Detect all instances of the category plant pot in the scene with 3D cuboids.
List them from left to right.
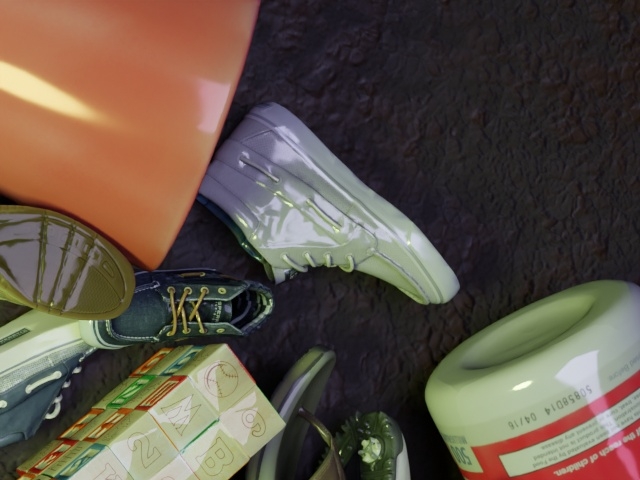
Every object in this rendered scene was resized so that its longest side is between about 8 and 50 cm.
[{"bbox_3d":[-0.205,-0.139,1.272,0.243,0.275,0.275,20,77,-12],"label":"plant pot"}]

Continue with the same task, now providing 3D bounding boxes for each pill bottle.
[{"bbox_3d":[0.283,0.260,1.455,0.229,0.229,0.407,-31,97,-24],"label":"pill bottle"}]

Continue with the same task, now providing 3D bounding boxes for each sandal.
[{"bbox_3d":[-0.020,0.241,1.374,0.086,0.120,0.302,10,88,12],"label":"sandal"}]

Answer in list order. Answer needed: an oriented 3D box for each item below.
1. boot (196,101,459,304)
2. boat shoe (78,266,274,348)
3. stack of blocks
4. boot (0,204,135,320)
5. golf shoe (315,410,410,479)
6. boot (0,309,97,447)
[{"bbox_3d":[0.000,0.000,1.440,0.258,0.095,0.123,42,75,-6],"label":"boot"},{"bbox_3d":[-0.119,0.056,1.329,0.183,0.083,0.065,-14,109,-55],"label":"boat shoe"},{"bbox_3d":[-0.189,0.210,1.278,0.297,0.171,0.087,-40,101,-22],"label":"stack of blocks"},{"bbox_3d":[-0.263,0.013,1.266,0.213,0.165,0.077,17,80,-15],"label":"boot"},{"bbox_3d":[0.056,0.291,1.434,0.120,0.105,0.272,5,88,-40],"label":"golf shoe"},{"bbox_3d":[-0.237,0.110,1.334,0.190,0.069,0.086,-23,116,-28],"label":"boot"}]
